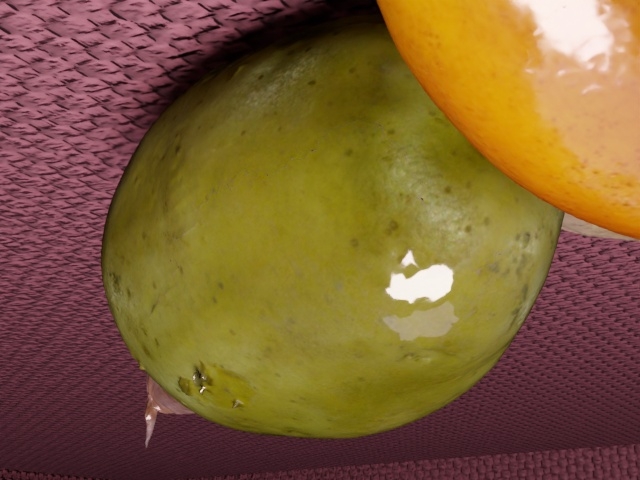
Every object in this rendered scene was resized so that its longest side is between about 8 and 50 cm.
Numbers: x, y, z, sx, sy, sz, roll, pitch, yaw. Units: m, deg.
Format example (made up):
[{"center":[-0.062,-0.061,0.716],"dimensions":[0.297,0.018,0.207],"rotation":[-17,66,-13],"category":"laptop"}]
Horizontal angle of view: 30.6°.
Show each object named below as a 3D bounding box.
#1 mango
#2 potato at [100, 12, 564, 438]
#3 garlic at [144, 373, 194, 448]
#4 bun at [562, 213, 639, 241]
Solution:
[{"center":[0.113,-0.089,0.429],"dimensions":[0.252,0.126,0.154],"rotation":[34,120,-27],"category":"mango"},{"center":[0.001,-0.002,0.626],"dimensions":[0.216,0.215,0.304],"rotation":[10,153,-34],"category":"potato"},{"center":[-0.133,0.155,1.281],"dimensions":[0.198,0.128,0.090],"rotation":[-14,175,29],"category":"garlic"},{"center":[0.205,-0.054,0.626],"dimensions":[0.210,0.116,0.237],"rotation":[5,163,-23],"category":"bun"}]
